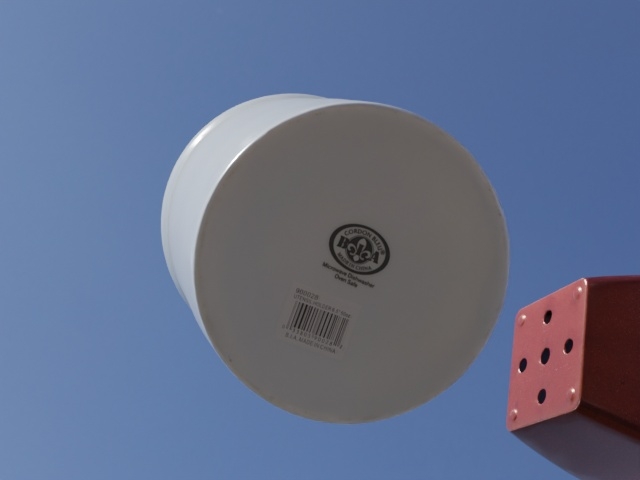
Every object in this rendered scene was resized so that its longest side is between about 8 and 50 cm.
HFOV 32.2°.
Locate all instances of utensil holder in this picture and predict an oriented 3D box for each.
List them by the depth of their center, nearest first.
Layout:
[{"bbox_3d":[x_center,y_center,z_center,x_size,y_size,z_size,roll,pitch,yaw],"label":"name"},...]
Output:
[{"bbox_3d":[0.000,0.000,1.198,0.327,0.385,0.328,-1,-84,-11],"label":"utensil holder"}]

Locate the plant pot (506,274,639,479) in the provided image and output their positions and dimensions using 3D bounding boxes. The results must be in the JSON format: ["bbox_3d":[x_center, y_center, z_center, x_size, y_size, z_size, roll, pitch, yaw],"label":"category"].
[{"bbox_3d":[0.401,0.186,1.498,0.235,0.267,0.267,16,-24,-17],"label":"plant pot"}]
